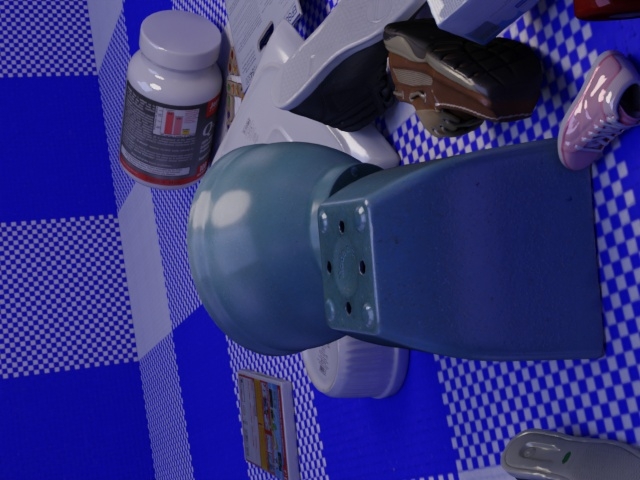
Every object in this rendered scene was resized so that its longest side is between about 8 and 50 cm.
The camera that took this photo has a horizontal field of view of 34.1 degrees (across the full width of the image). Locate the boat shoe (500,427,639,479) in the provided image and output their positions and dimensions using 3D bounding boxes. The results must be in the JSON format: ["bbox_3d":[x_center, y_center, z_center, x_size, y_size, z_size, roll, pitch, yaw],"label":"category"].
[{"bbox_3d":[0.297,0.263,1.122,0.079,0.084,0.233,51,159,-21],"label":"boat shoe"}]

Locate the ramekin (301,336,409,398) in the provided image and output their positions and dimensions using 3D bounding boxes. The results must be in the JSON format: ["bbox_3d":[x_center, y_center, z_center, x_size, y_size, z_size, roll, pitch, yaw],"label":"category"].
[{"bbox_3d":[0.045,0.150,1.635,0.207,0.109,0.207,175,90,-67],"label":"ramekin"}]

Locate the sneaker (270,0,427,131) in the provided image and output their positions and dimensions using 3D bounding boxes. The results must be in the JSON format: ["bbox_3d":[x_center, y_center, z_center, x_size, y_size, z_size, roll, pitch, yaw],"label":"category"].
[{"bbox_3d":[0.077,-0.268,1.490,0.295,0.147,0.105,-39,48,27],"label":"sneaker"}]

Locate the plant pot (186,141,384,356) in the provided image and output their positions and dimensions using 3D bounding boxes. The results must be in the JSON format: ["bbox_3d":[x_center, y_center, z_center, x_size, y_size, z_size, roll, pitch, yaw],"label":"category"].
[{"bbox_3d":[0.000,0.000,1.363,0.196,0.293,0.293,-10,85,45],"label":"plant pot"}]

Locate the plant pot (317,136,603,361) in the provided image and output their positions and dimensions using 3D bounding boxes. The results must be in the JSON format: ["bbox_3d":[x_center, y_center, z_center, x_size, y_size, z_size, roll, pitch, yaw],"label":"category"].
[{"bbox_3d":[0.138,0.018,1.193,0.247,0.252,0.248,177,88,-68],"label":"plant pot"}]

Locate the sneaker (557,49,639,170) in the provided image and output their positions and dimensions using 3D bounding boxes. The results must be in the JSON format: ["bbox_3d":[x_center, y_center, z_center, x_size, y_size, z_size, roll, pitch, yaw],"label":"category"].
[{"bbox_3d":[0.287,-0.119,1.057,0.070,0.051,0.134,-117,37,-50],"label":"sneaker"}]

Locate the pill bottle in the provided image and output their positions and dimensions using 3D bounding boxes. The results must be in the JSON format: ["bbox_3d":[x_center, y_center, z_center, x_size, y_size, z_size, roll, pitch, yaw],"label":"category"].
[{"bbox_3d":[-0.329,-0.307,2.308,0.363,0.210,0.210,106,150,-41],"label":"pill bottle"}]

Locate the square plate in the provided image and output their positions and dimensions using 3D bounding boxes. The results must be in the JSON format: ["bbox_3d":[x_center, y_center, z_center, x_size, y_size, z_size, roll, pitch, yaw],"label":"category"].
[{"bbox_3d":[-0.052,-0.122,1.707,0.344,0.049,0.347,53,133,26],"label":"square plate"}]

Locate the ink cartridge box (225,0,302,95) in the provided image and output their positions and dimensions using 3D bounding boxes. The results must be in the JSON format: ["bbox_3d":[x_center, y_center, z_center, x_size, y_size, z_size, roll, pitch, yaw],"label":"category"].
[{"bbox_3d":[-0.095,-0.477,1.888,0.324,0.071,0.330,141,118,-62],"label":"ink cartridge box"}]

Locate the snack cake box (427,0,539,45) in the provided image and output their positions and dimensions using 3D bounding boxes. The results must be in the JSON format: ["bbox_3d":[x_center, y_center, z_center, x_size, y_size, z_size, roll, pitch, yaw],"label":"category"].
[{"bbox_3d":[0.169,-0.373,1.173,0.152,0.089,0.264,-38,58,36],"label":"snack cake box"}]

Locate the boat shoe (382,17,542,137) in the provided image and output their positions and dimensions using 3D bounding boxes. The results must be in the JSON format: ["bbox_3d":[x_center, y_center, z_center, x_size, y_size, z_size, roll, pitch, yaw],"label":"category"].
[{"bbox_3d":[0.170,-0.187,1.267,0.324,0.122,0.120,-124,30,-64],"label":"boat shoe"}]

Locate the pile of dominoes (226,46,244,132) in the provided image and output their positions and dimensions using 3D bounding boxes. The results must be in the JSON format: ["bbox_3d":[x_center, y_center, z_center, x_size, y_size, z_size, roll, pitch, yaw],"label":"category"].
[{"bbox_3d":[-0.165,-0.294,2.136,0.251,0.040,0.196,-148,56,-62],"label":"pile of dominoes"}]

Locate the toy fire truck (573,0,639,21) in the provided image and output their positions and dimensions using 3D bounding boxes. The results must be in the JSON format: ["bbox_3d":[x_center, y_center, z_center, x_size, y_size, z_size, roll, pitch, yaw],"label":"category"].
[{"bbox_3d":[0.233,-0.282,0.888,0.302,0.254,0.169,-169,76,-67],"label":"toy fire truck"}]

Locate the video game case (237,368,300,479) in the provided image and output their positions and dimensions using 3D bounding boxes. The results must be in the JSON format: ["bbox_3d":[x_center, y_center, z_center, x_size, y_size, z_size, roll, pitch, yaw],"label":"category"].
[{"bbox_3d":[-0.112,0.382,2.177,0.285,0.025,0.204,177,89,-68],"label":"video game case"}]
